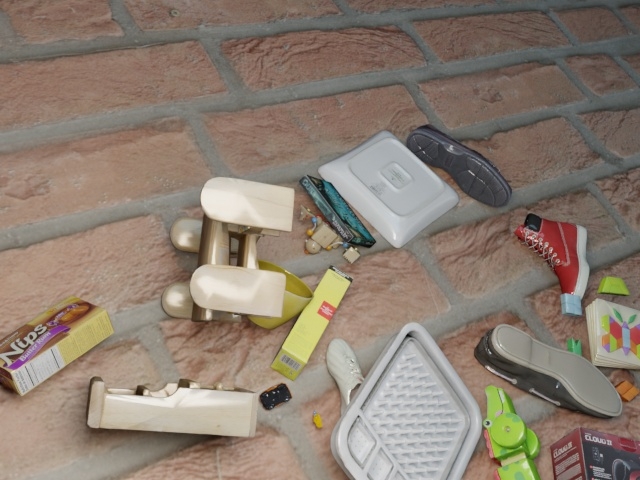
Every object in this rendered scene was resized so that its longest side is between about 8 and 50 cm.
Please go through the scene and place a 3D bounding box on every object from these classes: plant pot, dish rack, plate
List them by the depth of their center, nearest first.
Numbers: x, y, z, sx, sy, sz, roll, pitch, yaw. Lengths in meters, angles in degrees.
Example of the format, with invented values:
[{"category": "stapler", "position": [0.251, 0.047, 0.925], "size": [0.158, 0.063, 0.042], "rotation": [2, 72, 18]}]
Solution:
[{"category": "dish rack", "position": [0.153, 0.344, 1.317], "size": [0.286, 0.072, 0.333], "rotation": [54, 48, -15]}, {"category": "plant pot", "position": [-0.093, 0.112, 1.390], "size": [0.134, 0.095, 0.134], "rotation": [29, 11, -6]}, {"category": "plate", "position": [0.176, -0.143, 1.773], "size": [0.277, 0.045, 0.278], "rotation": [45, 51, 13]}]

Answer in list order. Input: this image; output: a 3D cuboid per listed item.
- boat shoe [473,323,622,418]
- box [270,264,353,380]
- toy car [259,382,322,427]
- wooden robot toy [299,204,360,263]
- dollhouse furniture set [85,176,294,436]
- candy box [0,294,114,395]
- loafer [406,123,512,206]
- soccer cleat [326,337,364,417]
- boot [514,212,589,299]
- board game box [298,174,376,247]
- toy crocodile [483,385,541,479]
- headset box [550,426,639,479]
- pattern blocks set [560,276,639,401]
[{"category": "boat shoe", "position": [0.483, 0.286, 1.560], "size": [0.335, 0.095, 0.112], "rotation": [30, 52, -7]}, {"category": "box", "position": [-0.015, 0.158, 1.432], "size": [0.058, 0.087, 0.232], "rotation": [32, 48, 2]}, {"category": "toy car", "position": [-0.055, 0.309, 1.344], "size": [0.122, 0.060, 0.040], "rotation": [46, 4, -7]}, {"category": "wooden robot toy", "position": [0.000, 0.000, 1.582], "size": [0.173, 0.079, 0.076], "rotation": [39, 11, -23]}, {"category": "dollhouse furniture set", "position": [-0.230, 0.109, 1.214], "size": [0.256, 0.362, 0.394], "rotation": [8, 80, -18]}, {"category": "candy box", "position": [-0.456, 0.171, 1.221], "size": [0.109, 0.053, 0.186], "rotation": [14, 36, 38]}, {"category": "loafer", "position": [0.367, -0.204, 1.865], "size": [0.302, 0.109, 0.095], "rotation": [35, 45, 9]}, {"category": "soccer cleat", "position": [0.058, 0.267, 1.386], "size": [0.068, 0.076, 0.196], "rotation": [3, 53, -21]}, {"category": "boot", "position": [0.554, 0.042, 1.776], "size": [0.176, 0.088, 0.244], "rotation": [16, 50, -3]}, {"category": "board game box", "position": [0.039, -0.064, 1.619], "size": [0.186, 0.026, 0.126], "rotation": [53, 19, 21]}, {"category": "toy crocodile", "position": [0.373, 0.439, 1.381], "size": [0.115, 0.105, 0.341], "rotation": [41, 29, -50]}, {"category": "headset box", "position": [0.575, 0.506, 1.404], "size": [0.218, 0.110, 0.293], "rotation": [15, 50, -12]}, {"category": "pattern blocks set", "position": [0.691, 0.222, 1.673], "size": [0.324, 0.026, 0.286], "rotation": [0, 72, -25]}]
